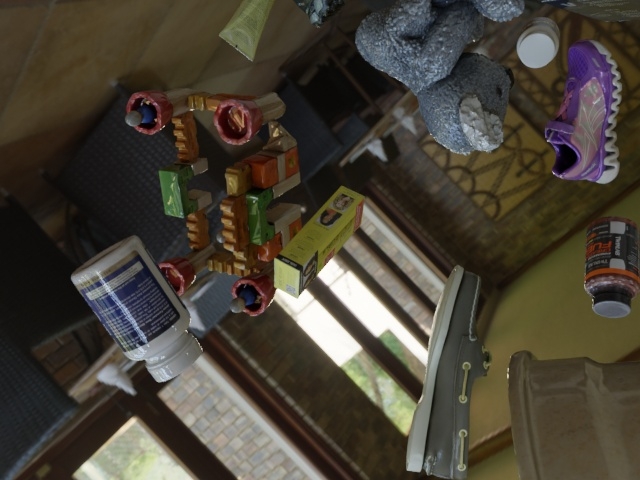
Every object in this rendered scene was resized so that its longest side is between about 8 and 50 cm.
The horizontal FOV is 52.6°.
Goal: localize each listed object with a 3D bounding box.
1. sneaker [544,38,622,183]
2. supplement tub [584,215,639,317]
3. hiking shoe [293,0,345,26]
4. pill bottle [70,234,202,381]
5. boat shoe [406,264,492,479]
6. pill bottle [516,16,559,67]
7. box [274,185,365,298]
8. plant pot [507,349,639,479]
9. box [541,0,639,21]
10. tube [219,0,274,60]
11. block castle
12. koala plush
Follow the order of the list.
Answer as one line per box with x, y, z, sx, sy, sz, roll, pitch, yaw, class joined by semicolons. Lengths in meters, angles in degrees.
0.414;-0.198;1.040;0.104;0.236;0.095;-12;-162;-6;sneaker
0.596;0.055;1.321;0.106;0.106;0.198;-45;-155;56;supplement tub
0.007;-0.504;1.092;0.113;0.132;0.304;-48;175;-35;hiking shoe
-0.220;0.087;0.799;0.094;0.169;0.094;-29;-166;8;pill bottle
0.198;0.191;0.945;0.109;0.091;0.305;56;47;-79;boat shoe
0.424;-0.384;1.259;0.078;0.078;0.137;-45;-174;33;pill bottle
0.000;0.000;1.216;0.232;0.058;0.087;-49;156;-38;box
0.348;0.215;0.498;0.305;0.334;0.334;-18;-171;21;plant pot
0.473;-0.416;1.035;0.156;0.158;0.093;28;-69;61;box
-0.154;-0.522;1.481;0.062;0.070;0.240;84;21;-59;tube
-0.222;-0.080;1.335;0.213;0.303;0.453;-40;134;-54;block castle
0.169;-0.214;0.846;0.203;0.221;0.196;-22;-171;-2;koala plush
